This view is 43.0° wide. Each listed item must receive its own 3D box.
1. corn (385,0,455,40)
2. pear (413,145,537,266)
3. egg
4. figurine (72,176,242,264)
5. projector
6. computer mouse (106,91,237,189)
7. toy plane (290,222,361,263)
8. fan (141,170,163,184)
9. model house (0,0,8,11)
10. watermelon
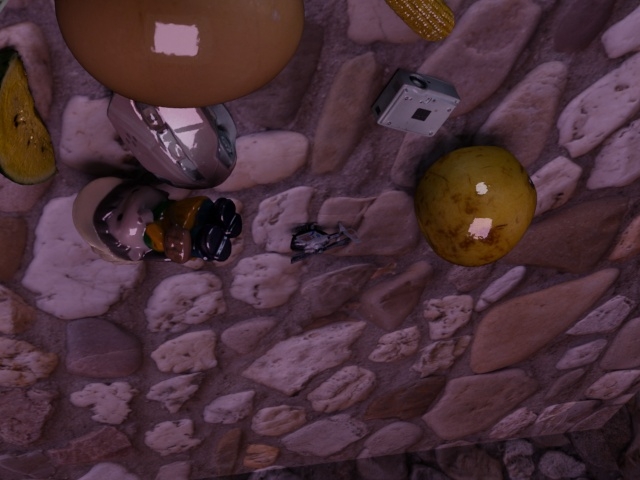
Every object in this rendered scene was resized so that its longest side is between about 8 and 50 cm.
[{"bbox_3d":[0.160,-0.432,1.444,0.080,0.080,0.238,-36,136,24],"label":"corn"},{"bbox_3d":[0.346,-0.078,1.821,0.281,0.280,0.280,-10,143,-8],"label":"pear"},{"bbox_3d":[-0.204,-0.351,1.223,0.374,0.301,0.301,-8,143,-26],"label":"egg"},{"bbox_3d":[-0.319,-0.022,1.618,0.333,0.185,0.204,15,151,14],"label":"figurine"},{"bbox_3d":[0.198,-0.278,1.671,0.147,0.061,0.115,9,135,-31],"label":"projector"},{"bbox_3d":[-0.279,-0.204,1.542,0.200,0.114,0.389,-28,143,10],"label":"computer mouse"},{"bbox_3d":[0.000,-0.001,1.941,0.197,0.078,0.053,-14,143,-28],"label":"toy plane"},{"bbox_3d":[-0.353,-0.124,1.697,0.056,0.004,0.083,16,140,-41],"label":"fan"},{"bbox_3d":[-0.515,-0.417,1.016,0.358,0.312,0.242,-18,141,4],"label":"model house"},{"bbox_3d":[-0.556,-0.200,1.462,0.129,0.123,0.301,-29,150,-20],"label":"watermelon"}]
